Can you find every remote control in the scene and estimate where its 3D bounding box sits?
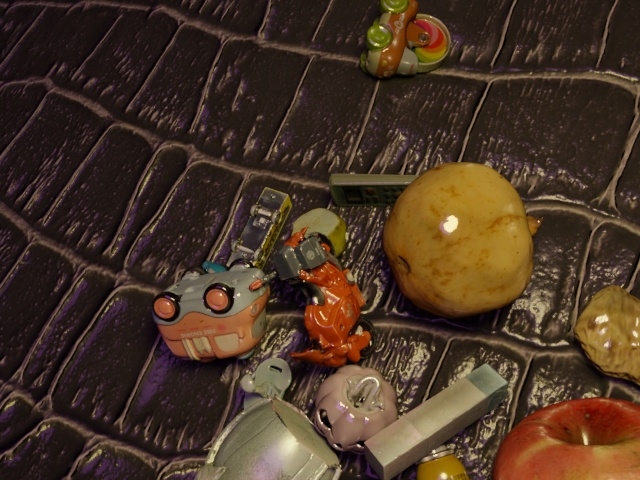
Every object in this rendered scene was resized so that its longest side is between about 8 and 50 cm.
[{"bbox_3d":[0.166,-0.117,1.373,0.286,0.123,0.038,3,70,11],"label":"remote control"}]

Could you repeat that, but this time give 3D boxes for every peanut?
[{"bbox_3d":[0.637,0.194,1.160,0.233,0.110,0.196,15,78,17],"label":"peanut"}]

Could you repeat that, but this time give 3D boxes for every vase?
[{"bbox_3d":[-0.168,0.542,1.133,0.250,0.250,0.445,40,88,22],"label":"vase"}]

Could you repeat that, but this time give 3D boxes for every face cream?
[{"bbox_3d":[0.266,0.552,1.107,0.105,0.105,0.348,-20,67,4],"label":"face cream"}]

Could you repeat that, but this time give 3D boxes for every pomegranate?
[{"bbox_3d":[0.304,0.006,1.203,0.343,0.342,0.342,-4,69,11],"label":"pomegranate"}]

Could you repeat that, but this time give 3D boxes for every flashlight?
[{"bbox_3d":[-0.240,0.090,1.424,0.129,0.051,0.051,29,78,27],"label":"flashlight"}]

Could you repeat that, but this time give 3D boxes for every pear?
[{"bbox_3d":[0.000,0.000,1.373,0.141,0.104,0.141,-10,42,10],"label":"pear"}]

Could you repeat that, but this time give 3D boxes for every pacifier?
[{"bbox_3d":[-0.137,0.324,1.277,0.127,0.117,0.150,18,77,44],"label":"pacifier"}]

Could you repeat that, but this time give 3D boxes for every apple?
[{"bbox_3d":[0.473,0.462,0.967,0.364,0.364,0.363,-4,69,11],"label":"apple"}]

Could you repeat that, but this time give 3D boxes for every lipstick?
[{"bbox_3d":[0.234,0.357,1.141,0.318,0.066,0.068,-26,43,-22],"label":"lipstick"}]

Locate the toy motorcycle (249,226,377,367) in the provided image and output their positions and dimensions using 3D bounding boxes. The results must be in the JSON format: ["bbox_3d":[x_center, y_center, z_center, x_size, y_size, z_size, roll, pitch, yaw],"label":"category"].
[{"bbox_3d":[-0.005,0.141,1.241,0.221,0.148,0.325,-31,96,-38],"label":"toy motorcycle"}]

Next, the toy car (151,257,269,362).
[{"bbox_3d":[-0.238,0.175,1.312,0.271,0.180,0.212,-11,105,14],"label":"toy car"}]

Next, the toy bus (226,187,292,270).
[{"bbox_3d":[-0.152,-0.019,1.429,0.081,0.074,0.226,18,74,17],"label":"toy bus"}]

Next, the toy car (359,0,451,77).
[{"bbox_3d":[0.231,-0.523,1.515,0.235,0.145,0.235,1,76,-4],"label":"toy car"}]

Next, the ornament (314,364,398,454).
[{"bbox_3d":[0.075,0.343,1.184,0.178,0.177,0.177,-4,69,11],"label":"ornament"}]
